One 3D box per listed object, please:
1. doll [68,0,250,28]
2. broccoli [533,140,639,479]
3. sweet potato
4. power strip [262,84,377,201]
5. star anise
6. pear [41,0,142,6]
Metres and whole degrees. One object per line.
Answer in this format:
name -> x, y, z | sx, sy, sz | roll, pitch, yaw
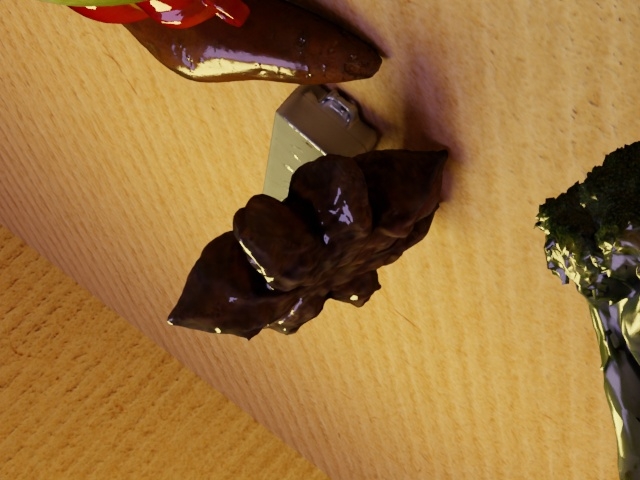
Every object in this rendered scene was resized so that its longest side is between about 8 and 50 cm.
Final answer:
doll -> -0.194, -0.279, 1.488 | 0.363, 0.160, 0.182 | 34, 178, 29
broccoli -> 0.289, 0.067, 1.087 | 0.304, 0.283, 0.321 | 15, -170, -33
sweet potato -> -0.106, -0.203, 1.584 | 0.359, 0.112, 0.112 | 31, 161, 34
power strip -> -0.005, -0.072, 1.791 | 0.098, 0.058, 0.338 | 39, 165, 7
star anise -> -0.014, 0.012, 1.616 | 0.108, 0.315, 0.315 | 52, 167, 16
pear -> -0.223, -0.284, 1.243 | 0.282, 0.286, 0.176 | -1, 150, 12
